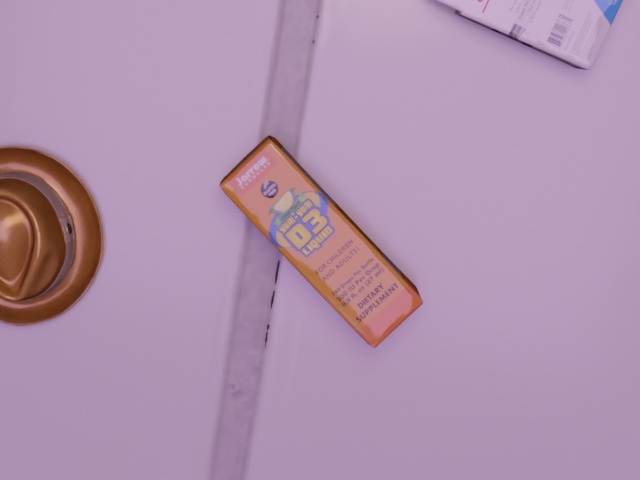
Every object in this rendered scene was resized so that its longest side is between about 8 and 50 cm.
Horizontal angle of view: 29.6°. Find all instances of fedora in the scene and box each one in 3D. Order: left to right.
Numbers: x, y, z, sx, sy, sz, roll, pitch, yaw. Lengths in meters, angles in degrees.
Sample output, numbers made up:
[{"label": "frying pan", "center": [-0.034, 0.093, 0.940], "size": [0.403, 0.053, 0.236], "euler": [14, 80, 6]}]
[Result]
[{"label": "fedora", "center": [-0.322, 0.000, 1.260], "size": [0.194, 0.079, 0.194], "euler": [0, 100, 1]}]

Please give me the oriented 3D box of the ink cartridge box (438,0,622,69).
[{"label": "ink cartridge box", "center": [0.206, -0.255, 1.219], "size": [0.180, 0.060, 0.104], "euler": [24, 100, -3]}]

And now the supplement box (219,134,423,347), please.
[{"label": "supplement box", "center": [0.000, 0.000, 1.257], "size": [0.078, 0.080, 0.233], "euler": [-44, 94, 5]}]
